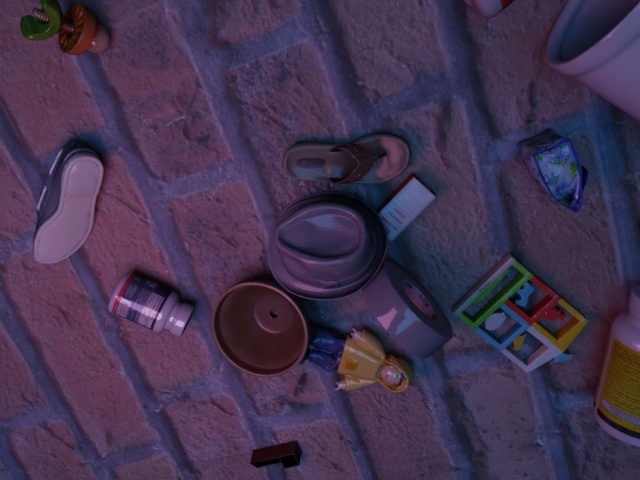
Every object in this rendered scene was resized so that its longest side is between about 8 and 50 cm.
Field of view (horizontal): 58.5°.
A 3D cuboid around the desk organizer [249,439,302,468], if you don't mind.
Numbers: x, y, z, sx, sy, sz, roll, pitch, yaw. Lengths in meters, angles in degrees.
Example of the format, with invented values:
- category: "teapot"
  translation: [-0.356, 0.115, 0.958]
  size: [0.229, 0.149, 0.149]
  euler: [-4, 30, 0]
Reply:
- category: "desk organizer"
  translation: [-0.120, 0.582, 1.531]
  size: [0.130, 0.050, 0.047]
  euler: [-17, 108, 11]

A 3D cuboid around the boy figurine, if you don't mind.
- category: "boy figurine"
  translation: [0.086, 0.298, 1.388]
  size: [0.285, 0.092, 0.177]
  euler: [21, 108, 0]

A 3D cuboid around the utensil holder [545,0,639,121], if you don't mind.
- category: "utensil holder"
  translation: [0.653, -0.342, 0.979]
  size: [0.386, 0.327, 0.327]
  euler: [29, 110, -8]

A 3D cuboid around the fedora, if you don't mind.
- category: "fedora"
  translation: [0.000, 0.000, 1.211]
  size: [0.276, 0.124, 0.243]
  euler: [6, 78, 15]

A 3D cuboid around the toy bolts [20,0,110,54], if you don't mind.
- category: "toy bolts"
  translation: [-0.479, -0.508, 1.139]
  size: [0.228, 0.159, 0.218]
  euler: [-42, 62, 27]

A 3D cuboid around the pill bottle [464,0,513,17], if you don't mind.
- category: "pill bottle"
  translation: [0.368, -0.561, 0.993]
  size: [0.323, 0.181, 0.181]
  euler: [-39, 103, 17]

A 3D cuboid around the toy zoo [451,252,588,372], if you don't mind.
- category: "toy zoo"
  translation: [0.482, 0.187, 1.343]
  size: [0.293, 0.030, 0.192]
  euler: [38, 109, -9]

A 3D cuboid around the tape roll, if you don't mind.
- category: "tape roll"
  translation: [0.190, 0.149, 1.253]
  size: [0.219, 0.219, 0.072]
  euler: [44, 107, -11]

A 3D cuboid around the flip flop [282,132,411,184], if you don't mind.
- category: "flip flop"
  translation: [0.054, -0.167, 1.220]
  size: [0.277, 0.080, 0.112]
  euler: [0, 110, 5]

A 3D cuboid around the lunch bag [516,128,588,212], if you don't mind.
- category: "lunch bag"
  translation: [0.481, -0.140, 1.169]
  size: [0.096, 0.129, 0.151]
  euler: [-23, 106, 13]

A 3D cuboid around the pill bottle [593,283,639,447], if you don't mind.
- category: "pill bottle"
  translation: [0.735, 0.275, 1.270]
  size: [0.188, 0.188, 0.333]
  euler: [3, 111, 4]

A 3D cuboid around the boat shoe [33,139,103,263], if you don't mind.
- category: "boat shoe"
  translation: [-0.588, -0.085, 1.316]
  size: [0.099, 0.116, 0.319]
  euler: [50, 122, 32]

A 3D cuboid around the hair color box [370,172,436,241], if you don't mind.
- category: "hair color box"
  translation: [0.181, -0.073, 1.265]
  size: [0.072, 0.043, 0.141]
  euler: [41, 108, -9]

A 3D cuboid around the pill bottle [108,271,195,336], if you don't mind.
- category: "pill bottle"
  translation: [-0.400, 0.158, 1.367]
  size: [0.180, 0.108, 0.108]
  euler: [25, 110, -5]

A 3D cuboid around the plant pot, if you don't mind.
- category: "plant pot"
  translation: [-0.126, 0.192, 1.343]
  size: [0.238, 0.110, 0.237]
  euler: [5, 106, 17]
